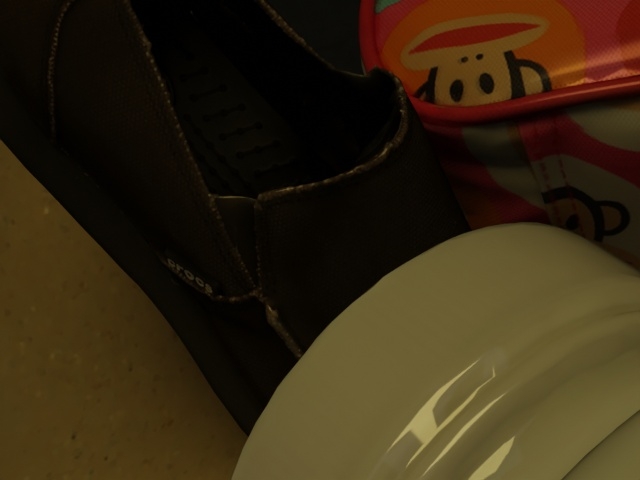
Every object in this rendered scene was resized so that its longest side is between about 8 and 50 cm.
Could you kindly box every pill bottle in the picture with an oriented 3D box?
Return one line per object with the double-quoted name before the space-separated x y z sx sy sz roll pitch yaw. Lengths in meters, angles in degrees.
"pill bottle" 0.122 0.125 0.352 0.176 0.176 0.318 -39 49 -17

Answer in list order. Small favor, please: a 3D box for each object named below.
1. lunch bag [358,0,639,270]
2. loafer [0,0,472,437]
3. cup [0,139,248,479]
"lunch bag" 0.166 -0.103 0.582 0.293 0.120 0.258 -3 48 18
"loafer" 0.000 0.000 0.498 0.078 0.220 0.080 -33 19 53
"cup" -0.205 0.021 0.500 0.237 0.331 0.331 -35 42 20
